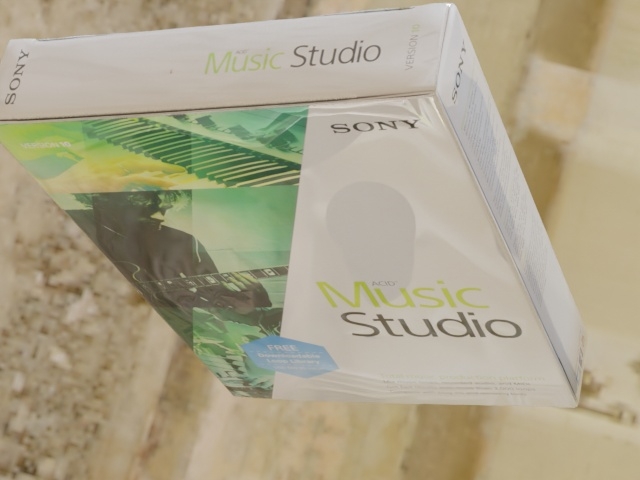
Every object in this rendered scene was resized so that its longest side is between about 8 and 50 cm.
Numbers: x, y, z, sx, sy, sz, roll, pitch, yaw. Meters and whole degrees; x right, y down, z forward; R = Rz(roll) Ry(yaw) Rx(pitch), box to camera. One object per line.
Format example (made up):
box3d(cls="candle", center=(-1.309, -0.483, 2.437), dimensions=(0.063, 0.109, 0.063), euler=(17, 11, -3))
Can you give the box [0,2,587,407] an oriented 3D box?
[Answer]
box3d(cls="box", center=(0.000, 0.000, 0.767), dimensions=(0.322, 0.232, 0.058), euler=(57, 38, -51))
